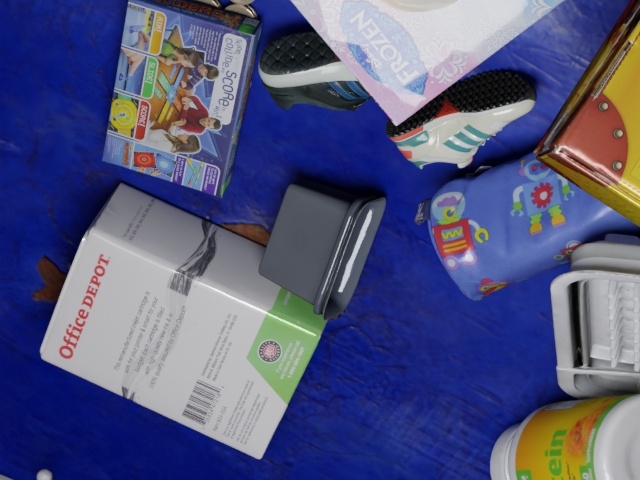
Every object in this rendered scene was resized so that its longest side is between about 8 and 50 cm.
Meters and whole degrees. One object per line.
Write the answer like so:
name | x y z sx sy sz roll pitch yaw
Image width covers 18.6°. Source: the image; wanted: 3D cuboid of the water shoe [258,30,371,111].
water shoe | 0.041 -0.172 1.959 0.203 0.073 0.080 1 150 13

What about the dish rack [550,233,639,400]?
dish rack | 0.377 0.086 1.938 0.285 0.072 0.333 7 156 13

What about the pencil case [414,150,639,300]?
pencil case | 0.252 -0.045 1.937 0.306 0.133 0.119 -22 156 27

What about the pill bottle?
pill bottle | 0.282 0.234 2.041 0.136 0.136 0.245 45 156 -14

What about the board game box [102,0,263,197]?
board game box | -0.144 -0.152 2.016 0.136 0.035 0.201 18 125 5

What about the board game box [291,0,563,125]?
board game box | 0.095 -0.321 1.795 0.318 0.066 0.319 -37 105 18

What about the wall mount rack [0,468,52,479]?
wall mount rack | -0.435 0.313 2.353 0.350 0.130 0.304 21 125 1

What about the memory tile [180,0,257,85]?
memory tile | -0.119 -0.218 1.997 0.113 0.012 0.148 13 123 8

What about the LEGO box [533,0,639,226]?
LEGO box | 0.492 -0.097 1.662 0.500 0.193 0.372 33 91 1

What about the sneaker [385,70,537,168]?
sneaker | 0.150 -0.115 1.966 0.161 0.057 0.075 -16 132 23

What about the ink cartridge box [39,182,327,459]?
ink cartridge box | -0.143 0.088 2.135 0.272 0.115 0.198 25 124 -1

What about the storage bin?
storage bin | 0.000 0.000 2.053 0.091 0.098 0.135 25 106 16
